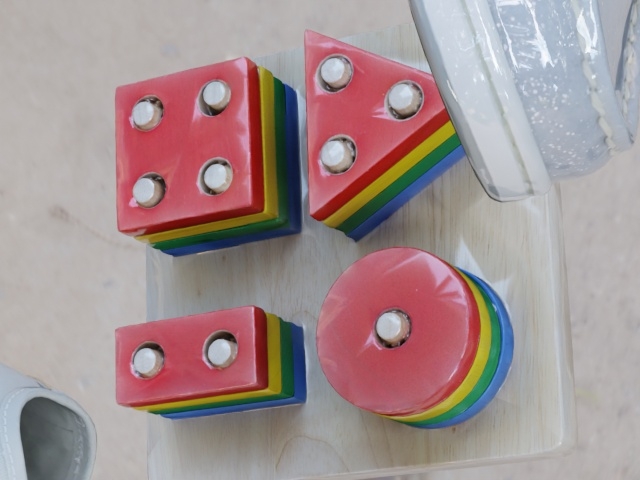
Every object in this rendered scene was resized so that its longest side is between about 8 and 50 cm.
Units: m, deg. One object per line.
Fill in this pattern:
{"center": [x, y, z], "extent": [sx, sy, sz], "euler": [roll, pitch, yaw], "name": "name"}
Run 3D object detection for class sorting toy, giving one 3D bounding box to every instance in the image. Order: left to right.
{"center": [0.000, 0.000, 0.961], "extent": [0.255, 0.089, 0.257], "euler": [-10, 72, 25], "name": "sorting toy"}

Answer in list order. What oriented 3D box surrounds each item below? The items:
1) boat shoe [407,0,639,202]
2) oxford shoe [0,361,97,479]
{"center": [0.082, -0.161, 0.482], "extent": [0.103, 0.118, 0.320], "euler": [-2, 60, 21], "name": "boat shoe"}
{"center": [-0.185, 0.206, 0.723], "extent": [0.130, 0.169, 0.449], "euler": [8, 39, 1], "name": "oxford shoe"}
